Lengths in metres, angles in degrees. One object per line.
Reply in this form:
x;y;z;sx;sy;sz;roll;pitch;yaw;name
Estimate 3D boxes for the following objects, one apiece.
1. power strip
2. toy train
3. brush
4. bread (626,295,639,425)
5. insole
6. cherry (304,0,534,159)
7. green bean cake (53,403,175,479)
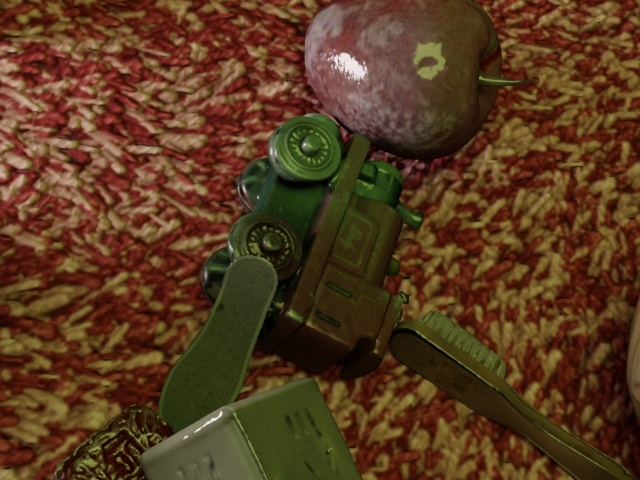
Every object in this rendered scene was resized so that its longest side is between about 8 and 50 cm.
-0.052;0.234;1.306;0.224;0.139;0.140;-12;72;-59;power strip
0.000;0.000;1.463;0.221;0.150;0.304;26;60;-10;toy train
0.228;0.185;1.461;0.327;0.070;0.065;35;53;4;brush
0.534;0.128;1.402;0.376;0.348;0.253;0;25;-12;bread
-0.109;0.121;1.365;0.080;0.003;0.232;28;103;4;insole
0.117;-0.206;1.535;0.285;0.236;0.213;11;94;11;cherry
-0.198;0.257;1.336;0.135;0.056;0.135;-39;76;-25;green bean cake
